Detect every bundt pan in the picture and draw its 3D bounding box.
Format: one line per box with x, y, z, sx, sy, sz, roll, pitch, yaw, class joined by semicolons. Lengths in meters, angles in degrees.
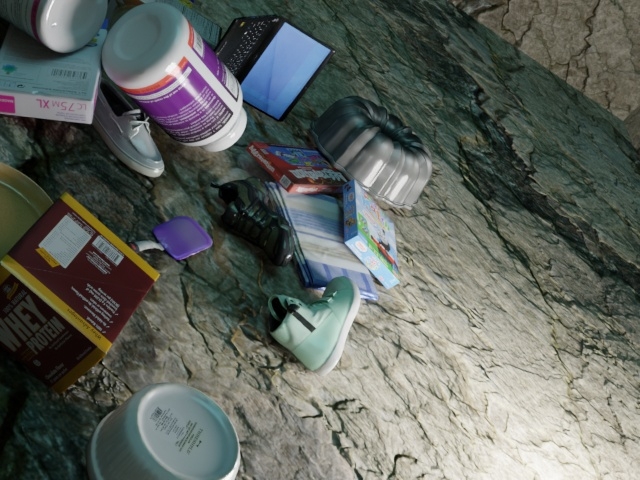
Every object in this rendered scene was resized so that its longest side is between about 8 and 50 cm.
0.141;-0.229;2.362;0.330;0.124;0.331;33;23;-16;bundt pan

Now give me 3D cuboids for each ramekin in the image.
-0.210;0.297;1.361;0.207;0.109;0.207;28;34;-20;ramekin

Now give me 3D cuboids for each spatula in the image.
-0.308;0.012;1.692;0.084;0.030;0.296;49;32;15;spatula

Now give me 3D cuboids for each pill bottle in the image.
-0.549;-0.480;1.820;0.283;0.160;0.160;33;27;23;pill bottle
-0.272;-0.306;1.913;0.323;0.181;0.181;48;13;-55;pill bottle

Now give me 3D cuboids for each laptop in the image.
-0.136;-0.372;2.171;0.136;0.234;0.264;46;30;11;laptop

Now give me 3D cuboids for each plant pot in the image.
-0.520;-0.040;1.526;0.236;0.032;0.236;29;32;-20;plant pot

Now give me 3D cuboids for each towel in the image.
0.000;0.000;2.045;0.209;0.034;0.285;13;42;-41;towel

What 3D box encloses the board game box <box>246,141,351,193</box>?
-0.034;-0.159;2.164;0.145;0.027;0.281;47;23;21;board game box

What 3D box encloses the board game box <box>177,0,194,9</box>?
-0.385;-0.555;2.315;0.146;0.045;0.193;29;33;-18;board game box

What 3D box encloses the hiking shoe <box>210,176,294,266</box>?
-0.136;-0.031;1.905;0.114;0.086;0.227;-6;47;-34;hiking shoe

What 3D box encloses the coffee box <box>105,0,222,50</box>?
-0.356;-0.453;2.127;0.246;0.141;0.098;29;32;-21;coffee box

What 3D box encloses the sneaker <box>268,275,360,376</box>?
-0.015;0.118;1.809;0.151;0.094;0.256;39;33;-15;sneaker

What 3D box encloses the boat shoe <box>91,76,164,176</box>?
-0.373;-0.221;1.867;0.227;0.081;0.079;47;31;11;boat shoe

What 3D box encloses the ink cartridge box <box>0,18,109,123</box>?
-0.504;-0.335;1.833;0.185;0.065;0.311;6;42;-10;ink cartridge box

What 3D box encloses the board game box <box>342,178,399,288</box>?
0.109;-0.017;2.133;0.160;0.039;0.211;47;24;-30;board game box

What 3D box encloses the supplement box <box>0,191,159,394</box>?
-0.373;0.074;1.411;0.191;0.129;0.194;43;34;-12;supplement box
